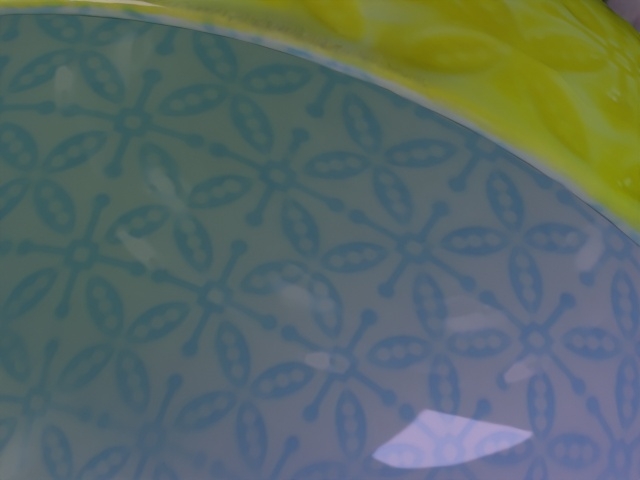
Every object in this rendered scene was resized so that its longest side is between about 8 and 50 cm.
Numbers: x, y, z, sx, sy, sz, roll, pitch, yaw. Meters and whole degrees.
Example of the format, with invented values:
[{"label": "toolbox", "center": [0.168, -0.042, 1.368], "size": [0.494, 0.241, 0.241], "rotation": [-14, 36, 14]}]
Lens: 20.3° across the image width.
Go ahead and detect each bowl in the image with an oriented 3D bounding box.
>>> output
[{"label": "bowl", "center": [0.000, 0.000, 0.497], "size": [0.289, 0.289, 0.156], "rotation": [-29, 28, 43]}]
